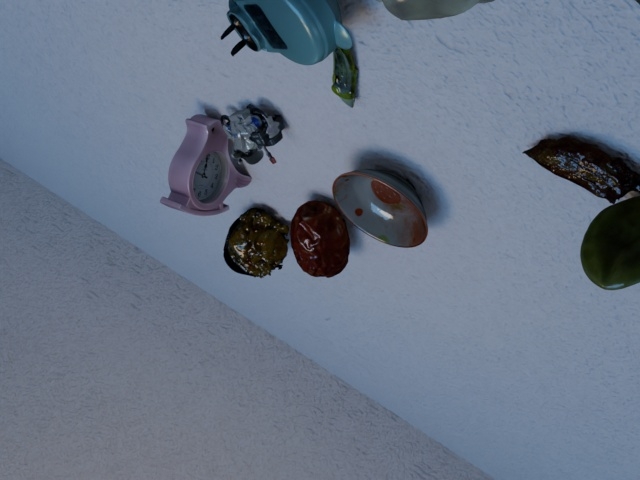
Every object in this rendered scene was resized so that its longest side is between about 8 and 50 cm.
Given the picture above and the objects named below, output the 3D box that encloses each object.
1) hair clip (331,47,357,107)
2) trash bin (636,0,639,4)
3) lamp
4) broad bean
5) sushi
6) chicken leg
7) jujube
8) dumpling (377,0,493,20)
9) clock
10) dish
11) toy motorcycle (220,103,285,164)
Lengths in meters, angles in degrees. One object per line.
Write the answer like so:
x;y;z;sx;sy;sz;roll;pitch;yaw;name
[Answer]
0.046;-0.353;1.501;0.060;0.033;0.188;30;158;19;hair clip
0.447;-0.384;0.813;0.164;0.122;0.240;39;154;-4;trash bin
-0.070;-0.430;1.372;0.284;0.147;0.209;-2;134;43;lamp
0.550;-0.004;1.273;0.153;0.207;0.072;47;168;48;broad bean
-0.200;0.011;2.319;0.200;0.213;0.204;16;173;-10;sushi
0.476;-0.131;1.302;0.234;0.063;0.105;30;152;18;chicken leg
0.000;0.000;2.053;0.174;0.174;0.250;22;141;29;jujube
0.158;-0.410;1.114;0.250;0.132;0.162;11;164;43;dumpling
-0.305;-0.208;2.071;0.080;0.275;0.290;20;-172;28;clock
0.160;-0.097;1.753;0.260;0.085;0.260;27;154;15;dish
-0.174;-0.270;1.868;0.221;0.102;0.150;1;126;52;toy motorcycle
